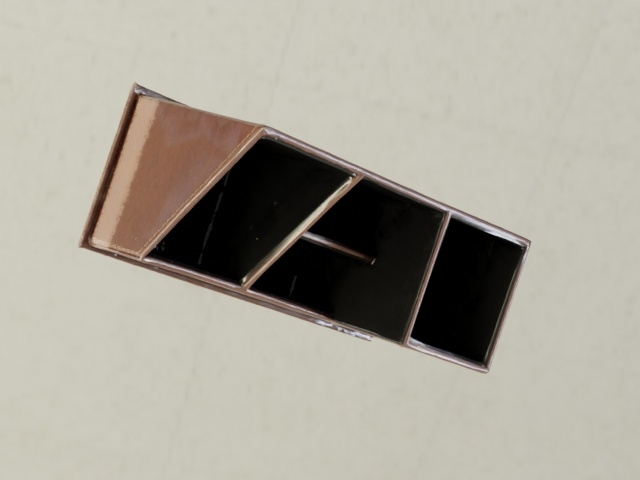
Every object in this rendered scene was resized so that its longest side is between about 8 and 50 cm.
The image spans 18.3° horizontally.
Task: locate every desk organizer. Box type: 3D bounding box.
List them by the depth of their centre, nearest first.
[{"bbox_3d":[0.000,0.000,0.559,0.050,0.047,0.130,17,178,41],"label":"desk organizer"}]
